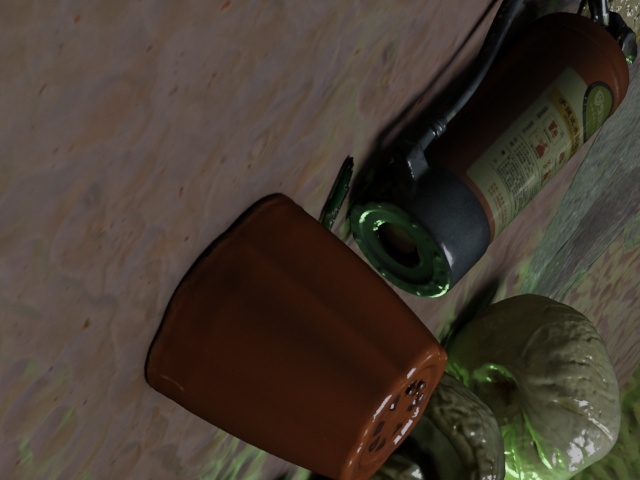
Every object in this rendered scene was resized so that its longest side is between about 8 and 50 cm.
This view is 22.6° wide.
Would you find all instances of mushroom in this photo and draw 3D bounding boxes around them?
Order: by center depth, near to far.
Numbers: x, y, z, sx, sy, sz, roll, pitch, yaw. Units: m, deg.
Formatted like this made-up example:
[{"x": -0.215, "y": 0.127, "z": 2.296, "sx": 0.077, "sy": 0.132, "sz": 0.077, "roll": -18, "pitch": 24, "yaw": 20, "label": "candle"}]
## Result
[{"x": 0.120, "y": 0.282, "z": 1.811, "sx": 0.189, "sy": 0.164, "sz": 0.267, "roll": 37, "pitch": 70, "yaw": -76, "label": "mushroom"}]

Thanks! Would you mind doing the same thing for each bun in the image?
[{"x": 0.245, "y": 0.175, "z": 1.929, "sx": 0.244, "sy": 0.244, "sz": 0.153, "roll": -56, "pitch": 143, "yaw": 1, "label": "bun"}]

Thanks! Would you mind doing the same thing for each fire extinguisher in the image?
[{"x": 0.183, "y": -0.125, "z": 1.414, "sx": 0.376, "sy": 0.113, "sz": 0.200, "roll": -44, "pitch": 158, "yaw": -31, "label": "fire extinguisher"}]

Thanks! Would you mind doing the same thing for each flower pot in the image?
[{"x": -0.009, "y": 0.089, "z": 1.211, "sx": 0.190, "sy": 0.173, "sz": 0.191, "roll": -45, "pitch": 159, "yaw": -23, "label": "flower pot"}]

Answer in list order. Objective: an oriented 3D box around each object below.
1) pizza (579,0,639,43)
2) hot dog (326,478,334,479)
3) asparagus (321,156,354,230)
[{"x": 0.302, "y": -0.211, "z": 1.694, "sx": 0.181, "sy": 0.034, "sz": 0.262, "roll": -42, "pitch": 157, "yaw": -33, "label": "pizza"}, {"x": 0.011, "y": 0.295, "z": 1.827, "sx": 0.049, "sy": 0.037, "sz": 0.122, "roll": -57, "pitch": 161, "yaw": 17, "label": "hot dog"}, {"x": 0.000, "y": 0.000, "z": 1.332, "sx": 0.016, "sy": 0.013, "sz": 0.166, "roll": -17, "pitch": 138, "yaw": -46, "label": "asparagus"}]
